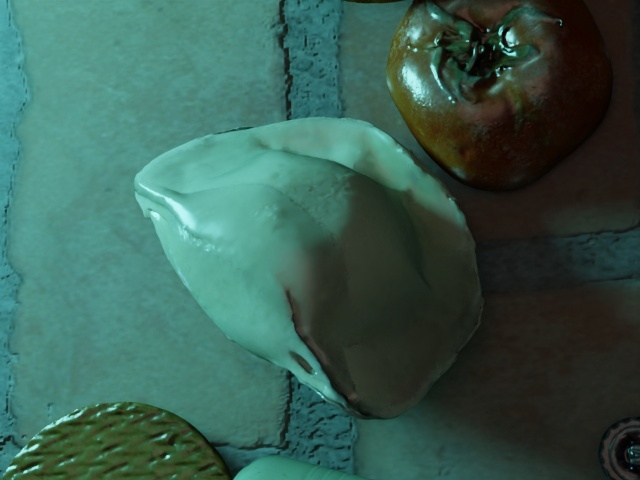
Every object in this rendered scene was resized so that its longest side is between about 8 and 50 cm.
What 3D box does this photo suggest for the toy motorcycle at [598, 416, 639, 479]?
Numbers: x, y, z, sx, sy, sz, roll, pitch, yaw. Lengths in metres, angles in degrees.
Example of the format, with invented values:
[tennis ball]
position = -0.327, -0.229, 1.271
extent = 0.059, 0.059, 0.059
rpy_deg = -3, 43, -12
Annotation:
[toy motorcycle]
position = 0.315, 0.277, 1.317
extent = 0.130, 0.094, 0.229
rpy_deg = 2, 82, 9

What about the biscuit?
[biscuit]
position = -0.204, 0.288, 1.438
extent = 0.262, 0.037, 0.262
rpy_deg = -2, 77, 10

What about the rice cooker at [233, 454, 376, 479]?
[rice cooker]
position = 0.011, 0.319, 1.300
extent = 0.244, 0.226, 0.226
rpy_deg = 12, 79, 9

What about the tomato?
[tomato]
position = 0.175, -0.171, 1.446
extent = 0.237, 0.095, 0.237
rpy_deg = -3, 77, 11

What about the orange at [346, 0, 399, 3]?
[orange]
position = 0.063, -0.348, 1.466
extent = 0.240, 0.171, 0.240
rpy_deg = -11, 59, 20

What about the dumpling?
[dumpling]
position = -0.002, -0.002, 1.411
extent = 0.260, 0.181, 0.341
rpy_deg = -37, 42, -20
